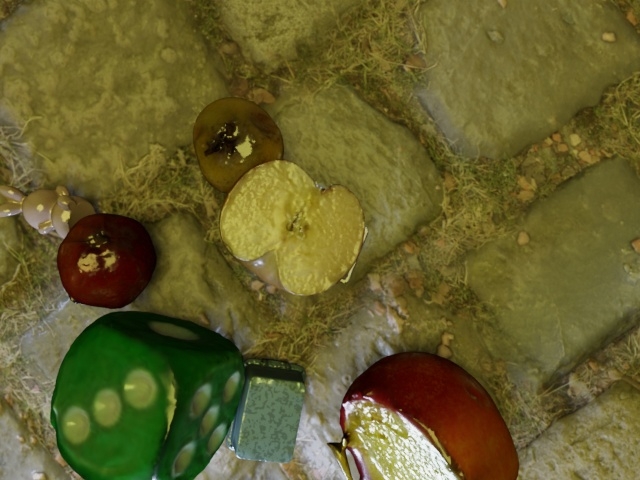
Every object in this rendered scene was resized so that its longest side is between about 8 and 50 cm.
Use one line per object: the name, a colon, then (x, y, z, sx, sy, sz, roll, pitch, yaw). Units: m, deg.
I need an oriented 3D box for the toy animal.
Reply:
toy animal: (-0.642, -0.076, 1.263, 0.213, 0.124, 0.124, 16, 92, 9)

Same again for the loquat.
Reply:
loquat: (-0.182, -0.213, 1.203, 0.213, 0.213, 0.213, 0, 92, 0)

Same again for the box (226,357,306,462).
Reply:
box: (-0.122, 0.397, 1.257, 0.162, 0.130, 0.227, 11, 90, -12)

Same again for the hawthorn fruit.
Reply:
hawthorn fruit: (-0.469, 0.034, 1.188, 0.215, 0.249, 0.215, 3, 62, -6)

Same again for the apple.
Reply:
apple: (-0.070, -0.032, 1.156, 0.293, 0.163, 0.251, 35, 83, -14)

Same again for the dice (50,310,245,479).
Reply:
dice: (-0.352, 0.326, 1.142, 0.297, 0.287, 0.300, 17, 92, 21)

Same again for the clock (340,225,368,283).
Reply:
clock: (0.000, 0.000, 1.272, 0.192, 0.071, 0.147, 21, 92, 0)

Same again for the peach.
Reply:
peach: (0.237, 0.431, 1.170, 0.406, 0.310, 0.335, 50, 129, 9)
